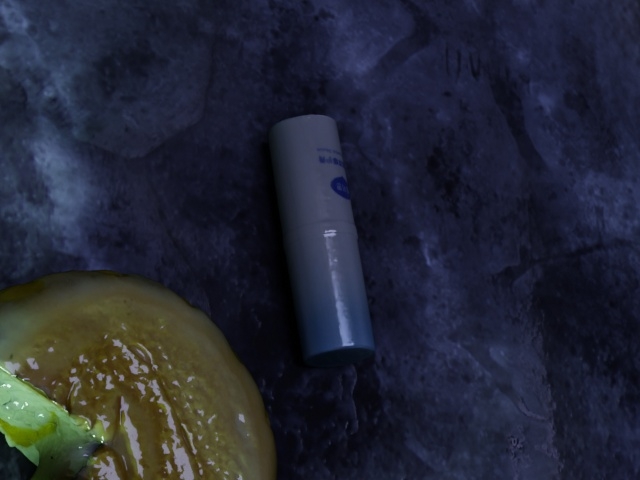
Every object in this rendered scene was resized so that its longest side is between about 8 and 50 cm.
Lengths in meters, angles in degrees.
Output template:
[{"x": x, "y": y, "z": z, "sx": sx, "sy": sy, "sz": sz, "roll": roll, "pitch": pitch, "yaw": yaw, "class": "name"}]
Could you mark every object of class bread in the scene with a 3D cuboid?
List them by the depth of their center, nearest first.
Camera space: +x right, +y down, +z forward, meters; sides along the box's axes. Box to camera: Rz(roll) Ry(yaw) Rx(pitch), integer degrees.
[{"x": -0.184, "y": 0.191, "z": 1.333, "sx": 0.333, "sy": 0.160, "sz": 0.333, "roll": 12, "pitch": 67, "yaw": -29, "class": "bread"}]

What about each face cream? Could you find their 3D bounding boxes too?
[{"x": 0.000, "y": 0.000, "z": 1.578, "sx": 0.077, "sy": 0.077, "sz": 0.250, "roll": 2, "pitch": 70, "yaw": -32, "class": "face cream"}]
